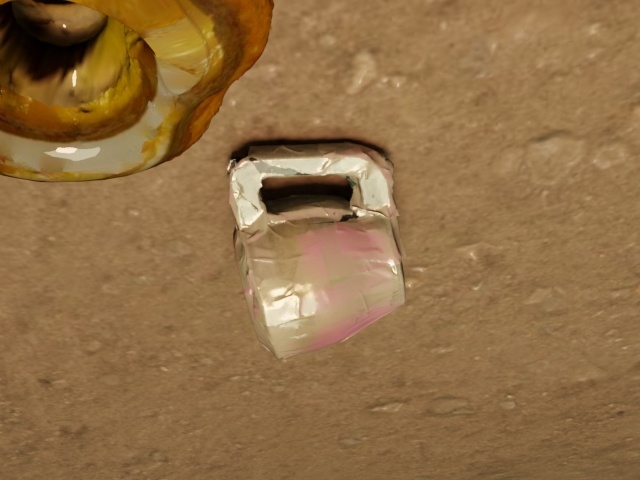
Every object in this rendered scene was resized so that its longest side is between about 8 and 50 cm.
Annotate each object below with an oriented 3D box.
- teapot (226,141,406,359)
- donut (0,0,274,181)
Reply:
[{"bbox_3d":[-0.001,0.001,0.824,0.178,0.221,0.163,-14,-178,-4],"label":"teapot"},{"bbox_3d":[-0.180,-0.155,0.536,0.330,0.159,0.330,-16,155,-8],"label":"donut"}]
